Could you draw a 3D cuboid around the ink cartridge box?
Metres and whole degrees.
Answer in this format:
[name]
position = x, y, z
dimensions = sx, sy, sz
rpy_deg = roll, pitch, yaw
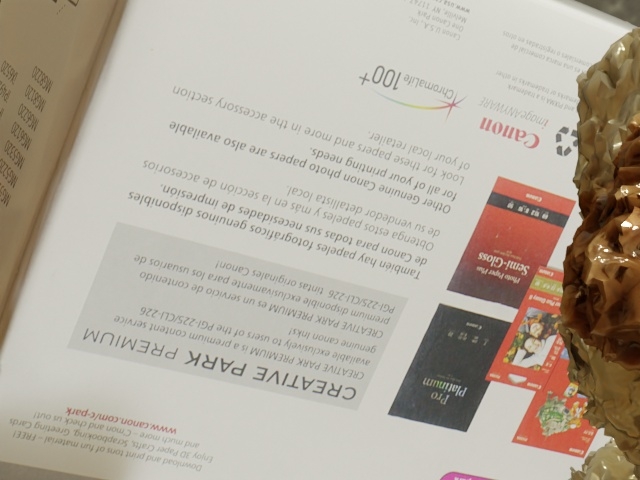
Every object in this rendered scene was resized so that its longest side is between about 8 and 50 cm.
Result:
[ink cartridge box]
position = 0.000, 0.000, 0.784
dimensions = 0.309, 0.130, 0.272
rpy_deg = 16, 103, -31

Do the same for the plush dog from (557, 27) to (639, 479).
[plush dog]
position = 0.141, 0.038, 0.491
dimensions = 0.210, 0.262, 0.225
rpy_deg = -23, 98, 10
